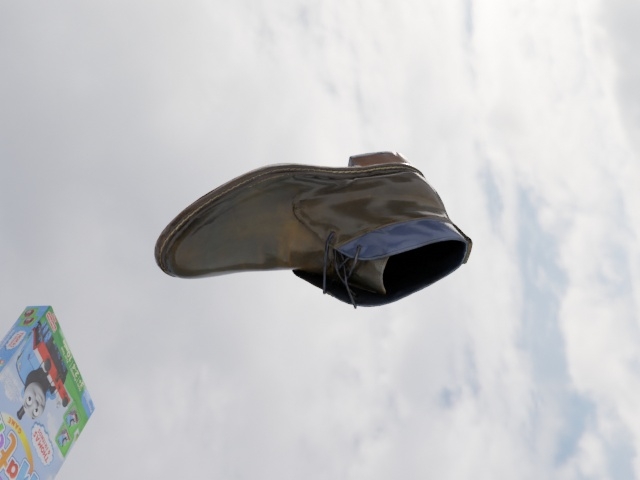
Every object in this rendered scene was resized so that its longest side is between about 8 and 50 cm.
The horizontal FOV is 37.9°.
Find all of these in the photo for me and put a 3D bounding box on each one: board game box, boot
[{"bbox_3d":[-0.328,0.197,1.023,0.211,0.039,0.160,-69,-29,-54],"label":"board game box"},{"bbox_3d":[0.000,0.000,0.659,0.219,0.106,0.082,-18,-49,-22],"label":"boot"}]
